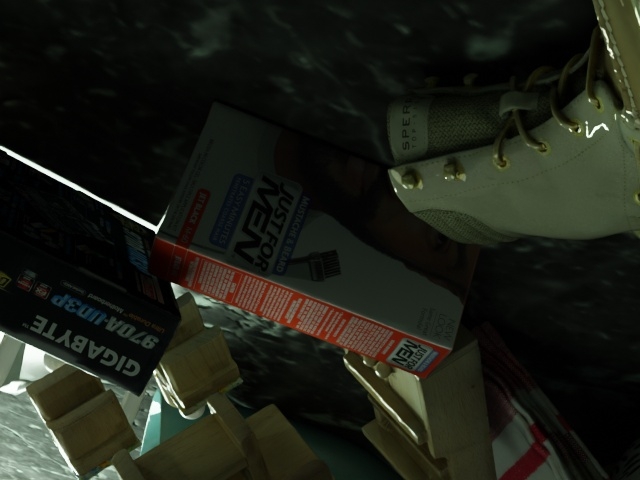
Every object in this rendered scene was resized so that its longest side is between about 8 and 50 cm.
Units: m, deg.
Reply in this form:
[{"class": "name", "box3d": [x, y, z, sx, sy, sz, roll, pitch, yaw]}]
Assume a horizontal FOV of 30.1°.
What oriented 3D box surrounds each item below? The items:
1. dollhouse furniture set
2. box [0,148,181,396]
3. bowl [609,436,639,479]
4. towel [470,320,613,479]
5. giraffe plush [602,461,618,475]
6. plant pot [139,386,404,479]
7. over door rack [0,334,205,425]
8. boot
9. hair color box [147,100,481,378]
[{"class": "dollhouse furniture set", "box3d": [-0.020, 0.147, 0.735, 0.212, 0.242, 0.161, 44, 158, 43]}, {"class": "box", "box3d": [-0.176, -0.003, 0.692, 0.175, 0.051, 0.220, 28, -174, -17]}, {"class": "bowl", "box3d": [0.269, 0.159, 0.786, 0.170, 0.080, 0.170, 15, 152, 8]}, {"class": "towel", "box3d": [0.170, 0.235, 0.821, 0.329, 0.037, 0.237, 53, 157, 20]}, {"class": "giraffe plush", "box3d": [0.236, 0.251, 0.924, 0.170, 0.181, 0.210, 50, 175, -28]}, {"class": "plant pot", "box3d": [-0.044, 0.286, 1.011, 0.235, 0.293, 0.293, 10, 153, -10]}, {"class": "over door rack", "box3d": [-0.259, 0.081, 0.880, 0.239, 0.108, 0.324, 27, 160, -35]}, {"class": "boot", "box3d": [0.099, -0.058, 0.513, 0.165, 0.077, 0.213, 3, 151, 31]}, {"class": "hair color box", "box3d": [0.000, 0.000, 0.659, 0.167, 0.093, 0.053, 21, 153, -4]}]
